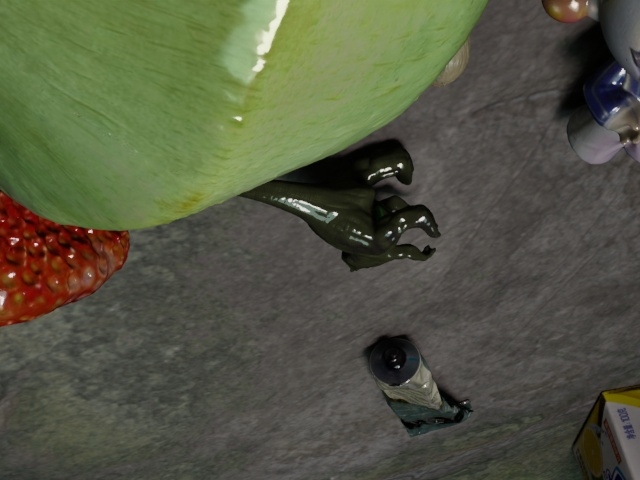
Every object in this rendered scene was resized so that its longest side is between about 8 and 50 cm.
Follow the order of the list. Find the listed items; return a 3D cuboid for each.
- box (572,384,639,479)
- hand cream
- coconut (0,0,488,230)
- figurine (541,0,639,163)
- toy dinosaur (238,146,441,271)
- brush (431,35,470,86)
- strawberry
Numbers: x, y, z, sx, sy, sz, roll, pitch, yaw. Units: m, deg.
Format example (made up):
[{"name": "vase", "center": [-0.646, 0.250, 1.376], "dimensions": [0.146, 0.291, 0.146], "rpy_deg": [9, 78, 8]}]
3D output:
[{"name": "box", "center": [0.400, 0.322, 1.594], "dimensions": [0.097, 0.265, 0.168], "rpy_deg": [-8, 148, -10]}, {"name": "hand cream", "center": [0.102, 0.156, 1.402], "dimensions": [0.075, 0.052, 0.248], "rpy_deg": [-1, 159, 17]}, {"name": "coconut", "center": [-0.070, -0.155, 0.583], "dimensions": [0.329, 0.281, 0.328], "rpy_deg": [-18, -175, 2]}, {"name": "figurine", "center": [0.239, -0.131, 0.935], "dimensions": [0.194, 0.133, 0.274], "rpy_deg": [14, 152, -24]}, {"name": "toy dinosaur", "center": [0.000, 0.000, 1.051], "dimensions": [0.179, 0.087, 0.187], "rpy_deg": [-20, 148, 2]}, {"name": "brush", "center": [0.093, -0.204, 0.829], "dimensions": [0.039, 0.042, 0.299], "rpy_deg": [-9, 144, -12]}, {"name": "strawberry", "center": [-0.244, 0.019, 0.940], "dimensions": [0.236, 0.106, 0.175], "rpy_deg": [-10, 149, -13]}]
